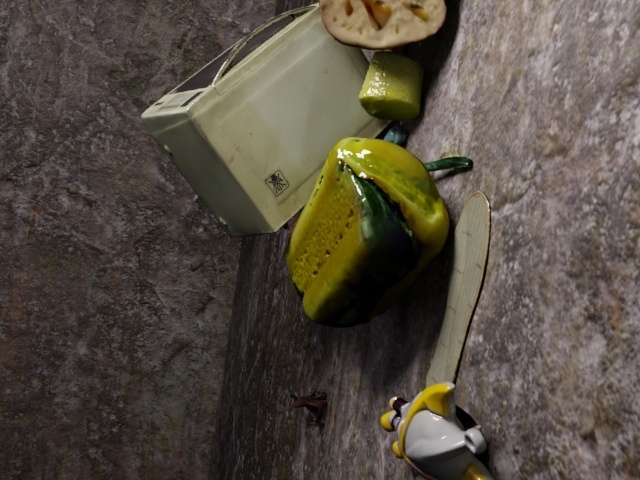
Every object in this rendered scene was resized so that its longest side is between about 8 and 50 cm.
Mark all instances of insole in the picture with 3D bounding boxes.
[{"bbox_3d":[0.210,0.096,1.101,0.119,0.009,0.348,-133,52,-71],"label":"insole"}]

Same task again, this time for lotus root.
[{"bbox_3d":[0.128,-0.486,1.281,0.250,0.316,0.316,-83,3,-78],"label":"lotus root"}]

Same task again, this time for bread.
[{"bbox_3d":[0.078,-0.005,1.250,0.376,0.208,0.251,115,139,-57],"label":"bread"},{"bbox_3d":[0.141,-0.289,1.368,0.129,0.111,0.114,26,-107,-74],"label":"bread"}]

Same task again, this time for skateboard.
[{"bbox_3d":[-0.024,0.412,1.769,0.151,0.067,0.080,162,106,-70],"label":"skateboard"}]

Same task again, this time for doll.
[{"bbox_3d":[0.159,0.279,1.032,0.316,0.103,0.145,130,142,-74],"label":"doll"}]

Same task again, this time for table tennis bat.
[{"bbox_3d":[0.128,-0.173,1.516,0.237,0.038,0.149,124,150,-67],"label":"table tennis bat"}]

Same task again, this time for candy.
[{"bbox_3d":[0.170,-0.122,1.265,0.323,0.097,0.097,178,99,-68],"label":"candy"}]

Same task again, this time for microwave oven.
[{"bbox_3d":[-0.100,-0.247,1.448,0.394,0.333,0.247,-44,22,-25],"label":"microwave oven"}]

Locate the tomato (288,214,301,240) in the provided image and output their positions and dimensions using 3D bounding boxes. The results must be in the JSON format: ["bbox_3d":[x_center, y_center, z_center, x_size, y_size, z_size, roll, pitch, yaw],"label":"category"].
[{"bbox_3d":[0.000,0.000,1.823,0.159,0.091,0.139,15,109,49],"label":"tomato"}]

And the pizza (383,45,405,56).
[{"bbox_3d":[0.145,-0.388,1.553,0.176,0.036,0.185,-120,41,-68],"label":"pizza"}]
